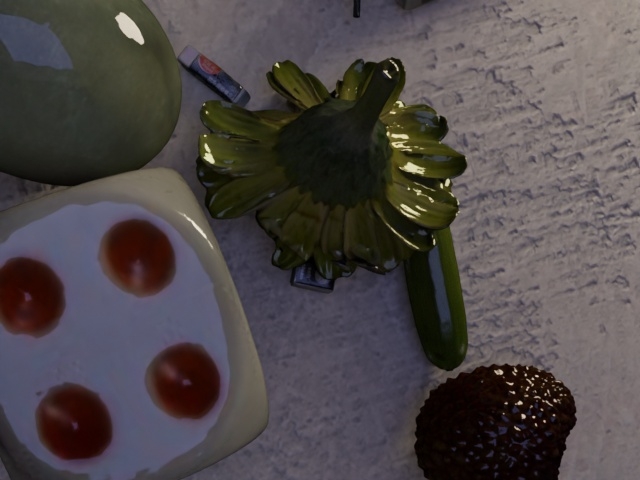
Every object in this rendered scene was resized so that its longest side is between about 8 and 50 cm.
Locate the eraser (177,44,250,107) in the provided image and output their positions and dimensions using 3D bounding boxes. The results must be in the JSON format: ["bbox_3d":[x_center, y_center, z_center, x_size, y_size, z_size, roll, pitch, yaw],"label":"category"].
[{"bbox_3d":[-0.127,-0.196,1.544,0.099,0.019,0.027,38,78,-7],"label":"eraser"}]

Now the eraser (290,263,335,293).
[{"bbox_3d":[0.000,0.000,1.553,0.052,0.029,0.122,12,82,-12],"label":"eraser"}]

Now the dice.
[{"bbox_3d":[-0.227,0.103,1.349,0.277,0.304,0.304,-19,90,-14],"label":"dice"}]

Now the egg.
[{"bbox_3d":[-0.315,-0.199,1.376,0.352,0.258,0.258,31,79,-17],"label":"egg"}]

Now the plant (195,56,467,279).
[{"bbox_3d":[0.034,-0.078,1.457,0.306,0.297,0.261,-18,105,-25],"label":"plant"}]

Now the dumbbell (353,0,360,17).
[{"bbox_3d":[0.046,-0.346,1.572,0.069,0.069,0.147,3,84,-13],"label":"dumbbell"}]

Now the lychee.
[{"bbox_3d":[0.202,0.233,1.515,0.188,0.188,0.188,1,85,-13],"label":"lychee"}]

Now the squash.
[{"bbox_3d":[0.135,0.035,1.564,0.066,0.066,0.252,-9,86,-14],"label":"squash"}]

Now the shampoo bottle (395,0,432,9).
[{"bbox_3d":[0.194,-0.365,1.606,0.227,0.056,0.086,-23,135,-15],"label":"shampoo bottle"}]
